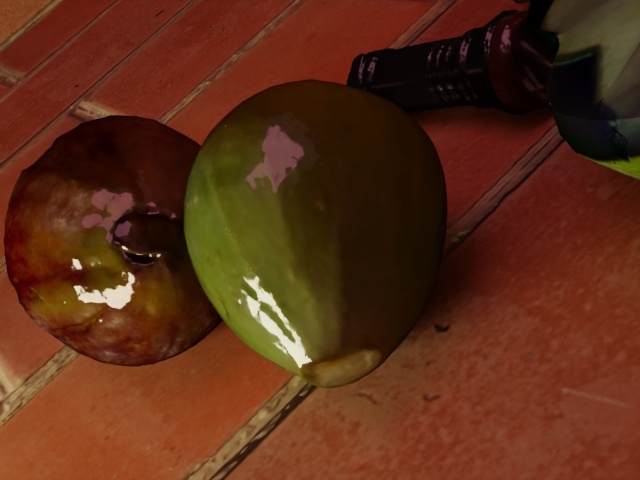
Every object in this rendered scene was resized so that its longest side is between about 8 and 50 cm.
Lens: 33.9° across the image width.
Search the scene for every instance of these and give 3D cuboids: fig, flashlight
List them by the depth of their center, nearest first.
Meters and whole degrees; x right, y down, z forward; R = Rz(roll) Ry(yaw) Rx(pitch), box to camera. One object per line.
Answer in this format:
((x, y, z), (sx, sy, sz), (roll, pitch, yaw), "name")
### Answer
((-0.005, 0.000, 0.800), (0.207, 0.207, 0.230), (-8, 74, 40), "fig")
((-0.172, 0.003, 0.948), (0.224, 0.224, 0.263), (-41, 42, -7), "fig")
((0.120, -0.155, 0.991), (0.232, 0.093, 0.093), (0, 46, 54), "flashlight")

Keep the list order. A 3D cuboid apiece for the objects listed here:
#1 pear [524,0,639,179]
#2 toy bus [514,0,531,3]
((0.328, -0.168, 0.677), (0.399, 0.165, 0.399), (-40, 23, 21), "pear")
((0.260, -0.378, 1.073), (0.139, 0.157, 0.289), (-9, 40, 40), "toy bus")
